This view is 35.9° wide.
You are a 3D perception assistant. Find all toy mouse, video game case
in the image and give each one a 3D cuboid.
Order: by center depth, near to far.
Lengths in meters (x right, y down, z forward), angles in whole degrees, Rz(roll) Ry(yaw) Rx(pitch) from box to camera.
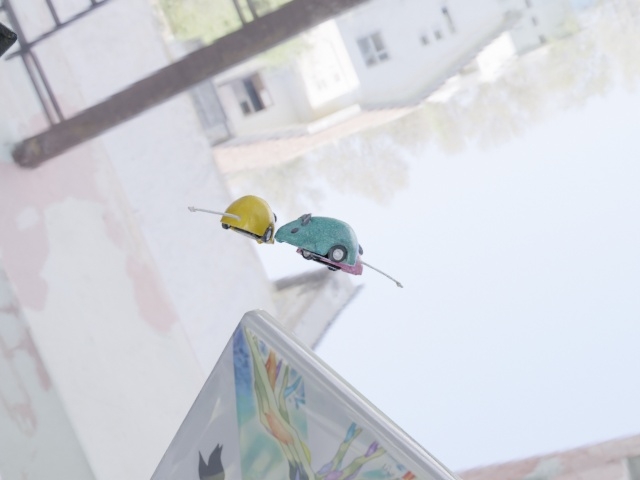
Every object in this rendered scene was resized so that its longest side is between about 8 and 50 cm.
[{"bbox_3d":[0.000,0.000,0.736,0.143,0.031,0.161,17,174,21],"label":"toy mouse"},{"bbox_3d":[-0.015,0.277,0.902,0.036,0.329,0.300,-7,132,-59],"label":"video game case"}]

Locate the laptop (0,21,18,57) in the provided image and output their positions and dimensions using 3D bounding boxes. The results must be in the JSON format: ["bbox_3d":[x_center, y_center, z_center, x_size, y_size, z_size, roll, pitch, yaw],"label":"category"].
[{"bbox_3d":[-0.647,-0.269,1.152,0.408,0.236,0.382,-38,138,17],"label":"laptop"}]
